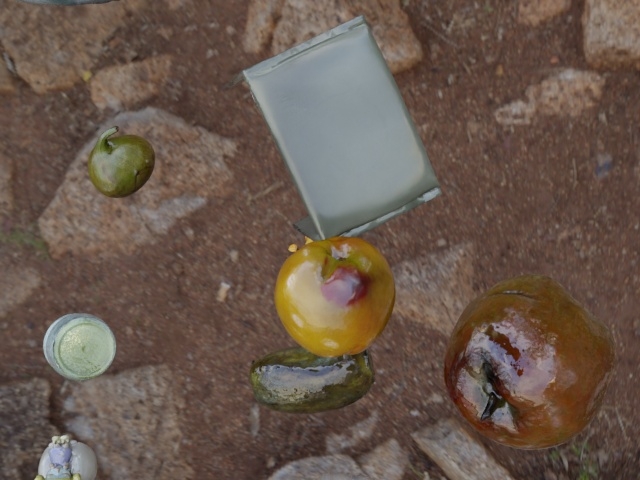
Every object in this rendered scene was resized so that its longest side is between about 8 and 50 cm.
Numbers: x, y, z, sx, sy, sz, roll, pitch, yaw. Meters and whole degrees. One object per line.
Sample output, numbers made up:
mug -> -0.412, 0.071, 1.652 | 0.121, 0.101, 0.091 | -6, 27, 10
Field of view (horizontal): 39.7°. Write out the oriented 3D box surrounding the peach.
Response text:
peach -> 0.017, 0.066, 1.002 | 0.138, 0.138, 0.138 | -6, 68, 15

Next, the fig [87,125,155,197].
fig -> -0.258, -0.100, 1.117 | 0.084, 0.098, 0.082 | -20, 55, 19

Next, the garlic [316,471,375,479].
garlic -> 0.045, 0.536, 1.672 | 0.228, 0.152, 0.227 | -1, 102, -7

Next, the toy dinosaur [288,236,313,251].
toy dinosaur -> 0.000, 0.000, 1.889 | 0.071, 0.117, 0.288 | -3, 41, 21

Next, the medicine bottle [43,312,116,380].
medicine bottle -> -0.534, 0.234, 1.969 | 0.147, 0.143, 0.147 | 1, 86, -23

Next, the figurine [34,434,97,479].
figurine -> -0.539, 0.549, 1.876 | 0.127, 0.155, 0.235 | 2, 49, -14

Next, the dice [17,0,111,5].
dice -> -0.340, -0.518, 1.116 | 0.330, 0.328, 0.348 | -25, 59, -30

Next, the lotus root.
lotus root -> -0.014, 0.295, 1.906 | 0.275, 0.160, 0.151 | -13, 98, 18

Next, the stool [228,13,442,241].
stool -> 0.008, -0.143, 1.196 | 0.170, 0.270, 0.243 | -26, 100, -7

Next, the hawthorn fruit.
hawthorn fruit -> 0.330, 0.210, 1.429 | 0.268, 0.267, 0.301 | 17, 33, 22
